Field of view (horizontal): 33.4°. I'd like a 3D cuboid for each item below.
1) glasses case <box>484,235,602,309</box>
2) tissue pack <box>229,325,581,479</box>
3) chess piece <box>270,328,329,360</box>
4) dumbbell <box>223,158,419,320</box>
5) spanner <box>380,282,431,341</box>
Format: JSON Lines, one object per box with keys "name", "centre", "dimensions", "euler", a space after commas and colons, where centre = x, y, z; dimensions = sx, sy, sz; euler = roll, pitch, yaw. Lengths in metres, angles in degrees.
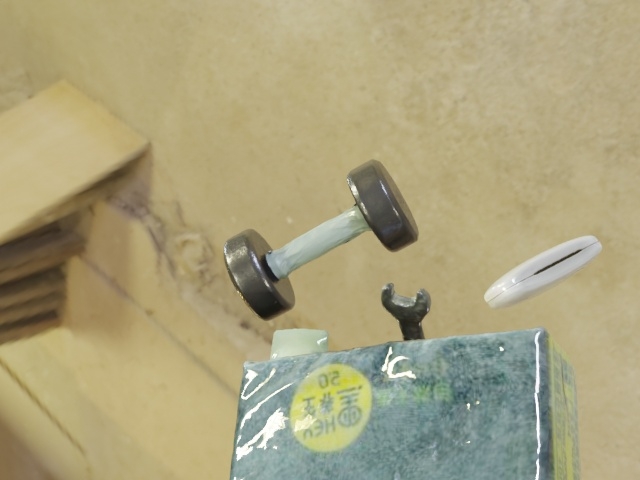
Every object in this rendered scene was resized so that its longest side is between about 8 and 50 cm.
{"name": "glasses case", "centre": [0.308, 0.043, 1.468], "dimensions": [0.049, 0.197, 0.076], "euler": [60, 149, 11]}
{"name": "tissue pack", "centre": [0.041, 0.182, 0.547], "dimensions": [0.185, 0.257, 0.081], "euler": [-10, 150, 26]}
{"name": "chess piece", "centre": [-0.012, 0.219, 1.058], "dimensions": [0.176, 0.176, 0.298], "euler": [43, 161, 26]}
{"name": "dumbbell", "centre": [0.000, 0.000, 1.123], "dimensions": [0.100, 0.191, 0.100], "euler": [59, -170, -17]}
{"name": "spanner", "centre": [0.112, 0.145, 1.158], "dimensions": [0.054, 0.015, 0.254], "euler": [-4, 126, 18]}
